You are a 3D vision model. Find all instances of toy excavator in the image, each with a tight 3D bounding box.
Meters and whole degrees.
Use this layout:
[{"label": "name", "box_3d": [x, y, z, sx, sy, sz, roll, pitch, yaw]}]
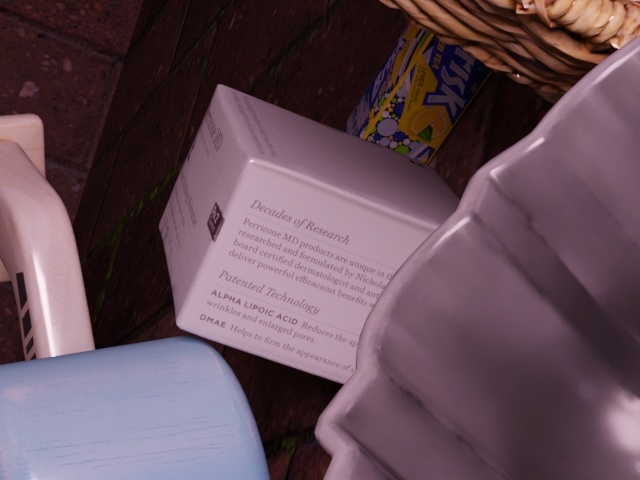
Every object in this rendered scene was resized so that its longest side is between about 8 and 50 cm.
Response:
[{"label": "toy excavator", "box_3d": [-0.156, 0.115, 0.927, 0.433, 0.222, 0.445, 169, 95, -68]}]

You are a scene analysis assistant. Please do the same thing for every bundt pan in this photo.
[{"label": "bundt pan", "box_3d": [0.162, 0.028, 0.389, 0.331, 0.124, 0.331, -34, 21, 15]}]

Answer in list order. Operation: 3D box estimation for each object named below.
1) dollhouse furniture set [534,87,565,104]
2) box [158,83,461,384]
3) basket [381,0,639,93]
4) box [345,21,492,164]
[{"label": "dollhouse furniture set", "box_3d": [0.153, -0.143, 0.839, 0.114, 0.091, 0.081, -59, 5, 39]}, {"label": "box", "box_3d": [0.000, 0.000, 0.938, 0.119, 0.182, 0.181, -65, 18, 15]}, {"label": "basket", "box_3d": [0.139, -0.175, 0.526, 0.223, 0.299, 0.213, -16, 55, 69]}, {"label": "box", "box_3d": [0.082, -0.123, 1.037, 0.169, 0.059, 0.054, -56, 23, 36]}]
